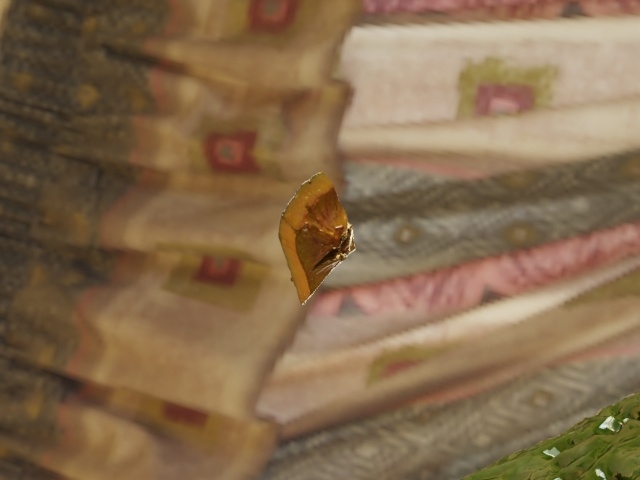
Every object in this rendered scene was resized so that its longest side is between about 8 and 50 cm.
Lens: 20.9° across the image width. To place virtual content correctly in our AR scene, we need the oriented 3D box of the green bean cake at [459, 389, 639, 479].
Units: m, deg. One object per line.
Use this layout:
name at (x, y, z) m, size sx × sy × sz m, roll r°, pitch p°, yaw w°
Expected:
green bean cake at (0.170, 0.141, 0.814) m, size 0.125 × 0.248 × 0.222 m, roll 60°, pitch 176°, yaw -6°

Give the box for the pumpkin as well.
pumpkin at (-0.001, 0.000, 1.536) m, size 0.073 × 0.035 × 0.101 m, roll -41°, pitch -51°, yaw -30°
